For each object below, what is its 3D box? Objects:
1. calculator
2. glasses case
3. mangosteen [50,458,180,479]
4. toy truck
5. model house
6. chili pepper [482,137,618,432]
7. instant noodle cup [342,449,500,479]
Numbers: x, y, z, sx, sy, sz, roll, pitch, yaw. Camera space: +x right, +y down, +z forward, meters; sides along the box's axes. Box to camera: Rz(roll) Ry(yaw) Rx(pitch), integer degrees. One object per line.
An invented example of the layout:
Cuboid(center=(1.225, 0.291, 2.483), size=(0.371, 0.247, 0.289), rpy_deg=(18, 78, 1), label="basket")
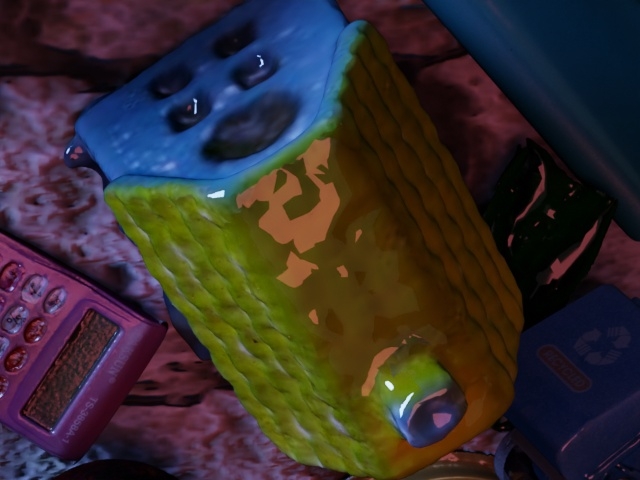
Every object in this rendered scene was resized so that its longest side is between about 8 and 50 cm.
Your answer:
Cuboid(center=(-0.213, 0.062, 1.279), size=(0.190, 0.034, 0.127), rpy_deg=(31, 104, -17), label="calculator")
Cuboid(center=(0.168, -0.135, 1.263), size=(0.117, 0.070, 0.301), rpy_deg=(-42, 114, 7), label="glasses case")
Cuboid(center=(-0.149, 0.225, 1.285), size=(0.172, 0.172, 0.184), rpy_deg=(-32, 140, 2), label="mangosteen")
Cuboid(center=(0.266, 0.179, 1.342), size=(0.367, 0.146, 0.175), rpy_deg=(34, 98, -37), label="toy truck")
Cuboid(center=(0.000, 0.000, 1.163), size=(0.215, 0.303, 0.237), rpy_deg=(-34, 116, -4), label="model house")
Cuboid(center=(0.142, 0.034, 1.325), size=(0.098, 0.061, 0.224), rpy_deg=(20, 122, 15), label="chili pepper")
Cuboid(center=(0.093, 0.297, 1.421), size=(0.274, 0.091, 0.274), rpy_deg=(-5, 115, -12), label="instant noodle cup")
